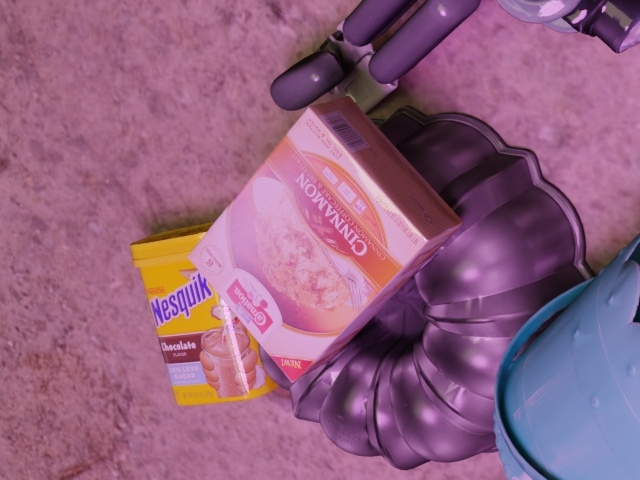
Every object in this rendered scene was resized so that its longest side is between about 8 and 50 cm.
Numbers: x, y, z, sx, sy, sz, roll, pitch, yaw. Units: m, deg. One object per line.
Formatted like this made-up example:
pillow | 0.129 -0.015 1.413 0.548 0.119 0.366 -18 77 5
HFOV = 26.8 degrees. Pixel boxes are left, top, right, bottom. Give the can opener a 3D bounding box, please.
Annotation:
can opener | 0.042 -0.156 1.100 0.074 0.093 0.280 53 156 -2

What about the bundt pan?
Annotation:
bundt pan | 0.068 0.053 1.176 0.330 0.124 0.331 8 106 30

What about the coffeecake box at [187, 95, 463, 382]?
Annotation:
coffeecake box | 0.000 0.000 1.089 0.142 0.068 0.185 49 123 12

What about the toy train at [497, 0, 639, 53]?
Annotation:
toy train | 0.160 -0.300 1.028 0.334 0.142 0.190 47 110 16

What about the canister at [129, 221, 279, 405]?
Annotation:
canister | -0.110 0.072 1.323 0.126 0.073 0.170 -10 98 34

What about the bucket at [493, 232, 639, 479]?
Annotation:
bucket | 0.273 0.130 0.983 0.281 0.281 0.183 51 128 11
